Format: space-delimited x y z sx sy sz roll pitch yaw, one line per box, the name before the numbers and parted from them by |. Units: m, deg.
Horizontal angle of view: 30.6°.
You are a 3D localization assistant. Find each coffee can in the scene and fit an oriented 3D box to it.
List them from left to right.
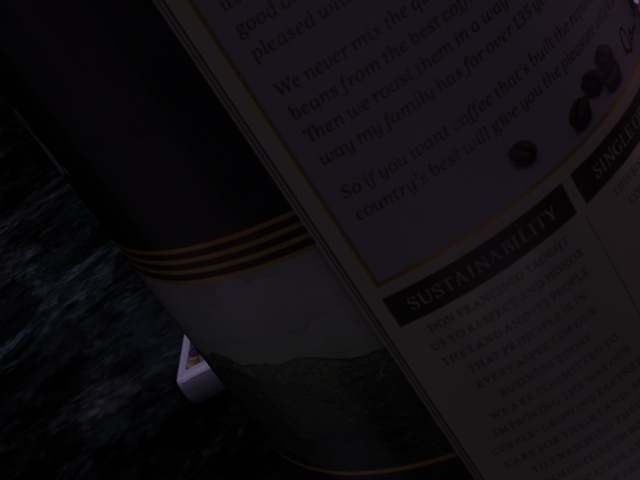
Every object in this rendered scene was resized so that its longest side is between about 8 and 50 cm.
coffee can | 0.019 -0.042 0.415 0.201 0.275 0.201 -28 23 13

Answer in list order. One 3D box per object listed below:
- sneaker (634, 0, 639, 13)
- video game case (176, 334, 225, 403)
sneaker | 0.173 -0.124 0.638 0.084 0.069 0.185 -30 25 11
video game case | 0.000 0.000 0.683 0.173 0.022 0.190 -28 25 13
